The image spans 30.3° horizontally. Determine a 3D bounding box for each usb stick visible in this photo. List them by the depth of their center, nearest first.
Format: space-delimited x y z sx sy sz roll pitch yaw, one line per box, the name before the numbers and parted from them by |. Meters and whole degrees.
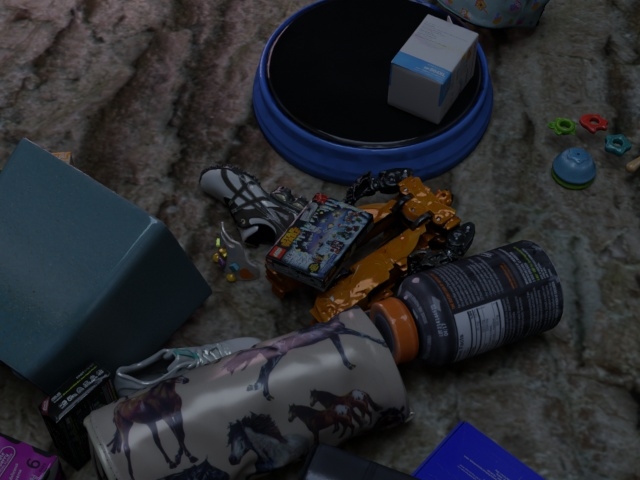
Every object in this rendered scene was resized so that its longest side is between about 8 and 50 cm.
usb stick | 0.108 0.310 1.381 0.277 0.045 0.077 19 42 11

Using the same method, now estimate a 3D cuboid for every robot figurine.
robot figurine | 0.076 0.013 1.689 0.291 0.085 0.211 -32 59 -22

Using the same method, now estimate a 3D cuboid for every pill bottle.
pill bottle | 0.191 0.091 1.587 0.245 0.130 0.130 -16 54 -19

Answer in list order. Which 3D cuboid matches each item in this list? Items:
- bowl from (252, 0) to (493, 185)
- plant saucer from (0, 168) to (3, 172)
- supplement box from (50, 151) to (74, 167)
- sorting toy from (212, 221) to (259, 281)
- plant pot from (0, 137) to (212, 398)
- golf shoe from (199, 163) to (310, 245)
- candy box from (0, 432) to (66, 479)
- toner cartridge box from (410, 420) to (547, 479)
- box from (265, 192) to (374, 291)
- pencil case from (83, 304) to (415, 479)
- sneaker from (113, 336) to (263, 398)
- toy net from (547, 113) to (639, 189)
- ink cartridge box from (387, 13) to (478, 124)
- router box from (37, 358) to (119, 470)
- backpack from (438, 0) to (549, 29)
bowl | 0.085 -0.255 1.903 0.390 0.077 0.391 0 52 0
plant saucer | -0.542 -0.061 1.724 0.188 0.045 0.188 15 28 25
supplement box | -0.410 -0.086 1.795 0.062 0.036 0.098 -3 53 -2
sorting toy | -0.127 0.012 1.695 0.044 0.075 0.083 -27 56 -20
plant pot | -0.336 0.066 1.556 0.247 0.247 0.252 30 74 21
golf shoe | -0.110 -0.047 1.741 0.198 0.077 0.094 21 67 27
candy box | -0.459 0.306 1.470 0.233 0.071 0.159 18 55 14
toner cartridge box | 0.255 0.383 1.409 0.347 0.075 0.165 35 61 24
box | 0.000 0.000 1.629 0.093 0.027 0.137 22 54 23
pencil case | -0.080 0.226 1.479 0.410 0.184 0.160 -21 22 -16
sneaker | -0.169 0.168 1.563 0.212 0.094 0.080 -18 53 -14
toy net | 0.472 -0.141 1.838 0.232 0.045 0.122 -1 50 -3
ink cartridge box | 0.176 -0.267 1.805 0.089 0.092 0.143 25 57 18
router box | -0.300 0.222 1.502 0.038 0.122 0.092 32 58 28
backpack | 0.284 -0.431 1.968 0.188 0.144 0.166 -20 54 -38
